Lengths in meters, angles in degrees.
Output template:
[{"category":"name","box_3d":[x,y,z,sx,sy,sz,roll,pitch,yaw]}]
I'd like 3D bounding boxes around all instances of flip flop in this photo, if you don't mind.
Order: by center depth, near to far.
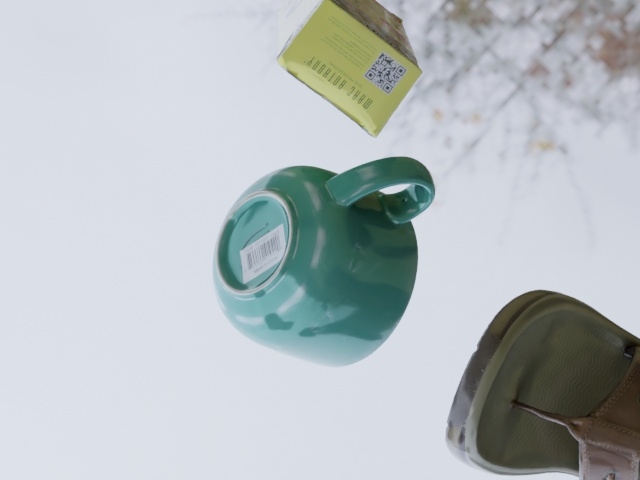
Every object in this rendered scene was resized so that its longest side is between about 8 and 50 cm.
[{"category":"flip flop","box_3d":[0.175,0.109,1.080,0.277,0.112,0.080,27,176,-43]}]

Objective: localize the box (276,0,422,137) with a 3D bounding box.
[{"category":"box","box_3d":[0.017,-0.140,1.307,0.087,0.058,0.232,37,-169,-9]}]

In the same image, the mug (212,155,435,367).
[{"category":"mug","box_3d":[-0.007,0.002,1.276,0.097,0.157,0.129,21,-179,-42]}]
